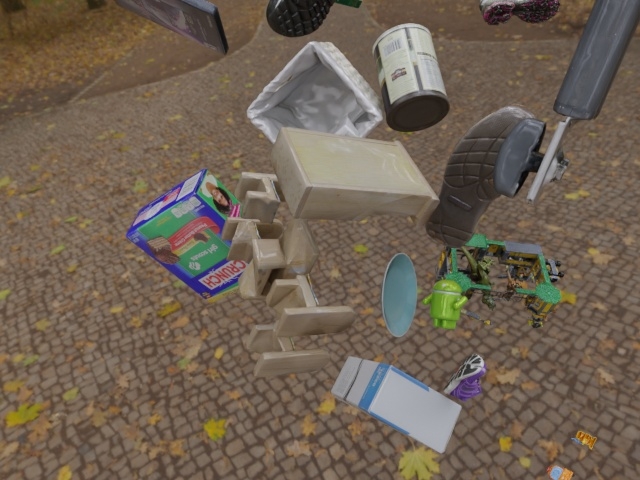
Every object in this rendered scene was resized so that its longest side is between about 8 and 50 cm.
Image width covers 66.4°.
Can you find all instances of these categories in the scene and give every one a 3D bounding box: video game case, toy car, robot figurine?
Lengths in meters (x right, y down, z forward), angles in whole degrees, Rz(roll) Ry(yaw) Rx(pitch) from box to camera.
[{"bbox_3d":[-0.335,-0.500,1.042,0.274,0.026,0.196,23,-3,-3],"label":"video game case"},{"bbox_3d":[0.453,0.396,0.892,0.041,0.122,0.060,28,4,27],"label":"toy car"},{"bbox_3d":[0.285,0.141,1.108,0.067,0.115,0.101,10,-5,-34],"label":"robot figurine"}]

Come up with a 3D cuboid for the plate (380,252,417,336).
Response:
[{"bbox_3d":[0.171,0.121,1.095,0.024,0.188,0.188,1,34,33],"label":"plate"}]

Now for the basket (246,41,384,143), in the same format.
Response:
[{"bbox_3d":[-0.003,-0.441,1.646,0.328,0.331,0.266,-40,11,26],"label":"basket"}]

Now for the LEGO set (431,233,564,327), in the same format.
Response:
[{"bbox_3d":[0.439,0.124,1.286,0.332,0.192,0.254,2,47,-4],"label":"LEGO set"}]

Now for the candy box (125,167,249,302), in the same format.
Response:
[{"bbox_3d":[-0.299,0.003,1.307,0.268,0.317,0.122,-26,36,28],"label":"candy box"}]

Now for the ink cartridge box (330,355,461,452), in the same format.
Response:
[{"bbox_3d":[0.188,0.425,1.310,0.223,0.307,0.129,31,74,-10],"label":"ink cartridge box"}]

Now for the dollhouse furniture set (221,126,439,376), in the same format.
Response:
[{"bbox_3d":[0.000,0.000,0.955,0.257,0.394,0.362,1,46,-27],"label":"dollhouse furniture set"}]

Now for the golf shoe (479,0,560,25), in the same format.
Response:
[{"bbox_3d":[0.473,-0.564,1.162,0.186,0.067,0.086,-2,56,-3],"label":"golf shoe"}]

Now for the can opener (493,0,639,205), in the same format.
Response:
[{"bbox_3d":[0.287,-0.177,0.585,0.095,0.283,0.076,26,26,27],"label":"can opener"}]

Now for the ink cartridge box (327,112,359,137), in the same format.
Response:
[{"bbox_3d":[0.020,-0.239,1.275,0.181,0.056,0.224,-41,11,18],"label":"ink cartridge box"}]

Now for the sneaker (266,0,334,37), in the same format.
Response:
[{"bbox_3d":[-0.037,-0.477,0.895,0.124,0.107,0.283,20,64,25],"label":"sneaker"}]

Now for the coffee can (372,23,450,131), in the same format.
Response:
[{"bbox_3d":[0.290,-0.523,1.589,0.202,0.201,0.275,-8,70,1],"label":"coffee can"}]

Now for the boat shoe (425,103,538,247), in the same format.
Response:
[{"bbox_3d":[0.296,-0.124,0.915,0.123,0.324,0.116,36,51,10],"label":"boat shoe"}]

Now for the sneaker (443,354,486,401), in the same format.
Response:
[{"bbox_3d":[0.345,0.319,1.121,0.071,0.170,0.068,32,57,15],"label":"sneaker"}]

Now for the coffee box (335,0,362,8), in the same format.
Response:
[{"bbox_3d":[0.027,-0.697,1.302,0.184,0.113,0.040,9,-10,-12],"label":"coffee box"}]
